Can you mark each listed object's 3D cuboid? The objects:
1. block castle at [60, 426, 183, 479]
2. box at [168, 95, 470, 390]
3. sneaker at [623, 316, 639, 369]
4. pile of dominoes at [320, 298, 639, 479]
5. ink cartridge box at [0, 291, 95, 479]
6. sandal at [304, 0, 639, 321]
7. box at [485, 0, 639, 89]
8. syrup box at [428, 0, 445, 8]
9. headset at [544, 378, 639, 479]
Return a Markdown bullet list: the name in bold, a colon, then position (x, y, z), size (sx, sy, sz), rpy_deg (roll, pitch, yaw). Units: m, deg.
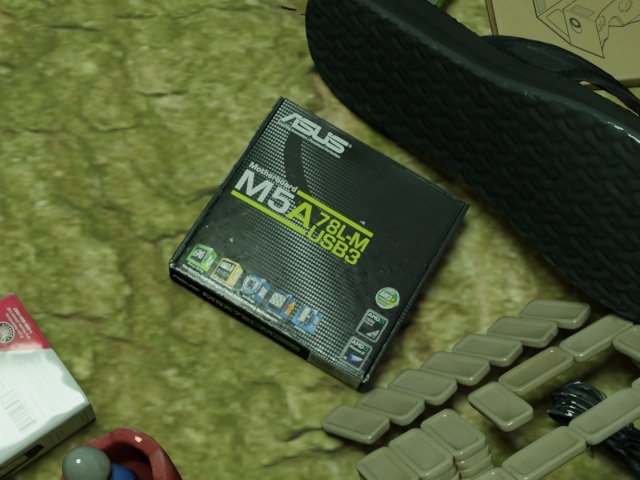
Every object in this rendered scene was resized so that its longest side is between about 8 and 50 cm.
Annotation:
- **block castle**: position (-0.135, 0.363, 0.689), size (0.303, 0.213, 0.453), rpy_deg (19, 66, 35)
- **box**: position (0.000, 0.000, 0.984), size (0.191, 0.045, 0.184), rpy_deg (31, 72, 5)
- **sneaker**: position (0.383, 0.009, 0.976), size (0.236, 0.130, 0.322), rpy_deg (33, 76, 2)
- **pile of dominoes**: position (0.144, 0.132, 0.904), size (0.251, 0.196, 0.040), rpy_deg (-27, 115, -15)
- **ink cartridge box**: position (-0.266, 0.130, 0.898), size (0.150, 0.063, 0.109), rpy_deg (-34, 77, -16)
- **sandal**: position (0.173, -0.097, 0.935), size (0.107, 0.167, 0.446), rpy_deg (-36, 62, -27)
- **box**: position (0.256, -0.218, 1.104), size (0.201, 0.021, 0.164), rpy_deg (-5, 71, -9)
- **syrup box**: position (0.100, -0.302, 1.068), size (0.096, 0.093, 0.237), rpy_deg (28, 69, 23)
- **headset**: position (0.167, 0.272, 0.812), size (0.185, 0.243, 0.394), rpy_deg (39, 50, 4)
